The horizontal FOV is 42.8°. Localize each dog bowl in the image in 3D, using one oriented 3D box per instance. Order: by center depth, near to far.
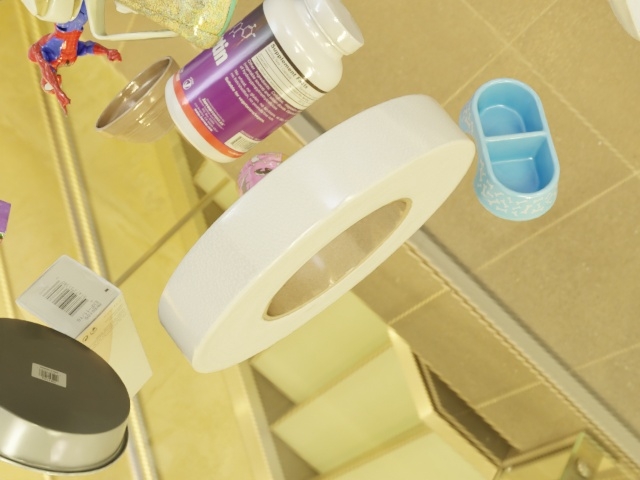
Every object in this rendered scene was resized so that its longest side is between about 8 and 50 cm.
[{"bbox_3d":[0.371,-0.187,1.588,0.166,0.297,0.074,-7,156,-4],"label":"dog bowl"}]

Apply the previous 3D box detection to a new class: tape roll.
[{"bbox_3d":[0.000,0.000,0.899,0.072,0.392,0.392,51,145,12],"label":"tape roll"}]

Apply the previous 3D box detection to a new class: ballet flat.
[{"bbox_3d":[-0.234,-0.263,0.814,0.348,0.123,0.123,19,138,23],"label":"ballet flat"}]

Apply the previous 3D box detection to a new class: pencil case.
[{"bbox_3d":[-0.088,-0.062,1.885,0.167,0.386,0.160,21,114,-29],"label":"pencil case"}]

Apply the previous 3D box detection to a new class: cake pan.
[{"bbox_3d":[-0.386,0.202,1.121,0.293,0.293,0.054,34,103,8],"label":"cake pan"}]

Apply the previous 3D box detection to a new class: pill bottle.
[{"bbox_3d":[-0.092,-0.284,1.368,0.323,0.181,0.181,-34,105,20],"label":"pill bottle"}]

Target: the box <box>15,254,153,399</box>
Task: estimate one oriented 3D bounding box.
[{"bbox_3d":[-0.419,0.182,1.484,0.148,0.121,0.311,28,149,20],"label":"box"}]

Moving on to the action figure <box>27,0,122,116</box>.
[{"bbox_3d":[-0.312,-0.283,1.089,0.139,0.091,0.280,51,131,16],"label":"action figure"}]

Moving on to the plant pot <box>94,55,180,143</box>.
[{"bbox_3d":[-0.388,-0.296,1.845,0.237,0.237,0.110,-10,132,46],"label":"plant pot"}]

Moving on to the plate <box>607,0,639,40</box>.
[{"bbox_3d":[0.353,-0.424,0.989,0.045,0.277,0.278,-1,160,35],"label":"plate"}]

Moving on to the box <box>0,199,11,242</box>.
[{"bbox_3d":[-0.504,0.034,0.917,0.201,0.057,0.293,24,123,-30],"label":"box"}]
